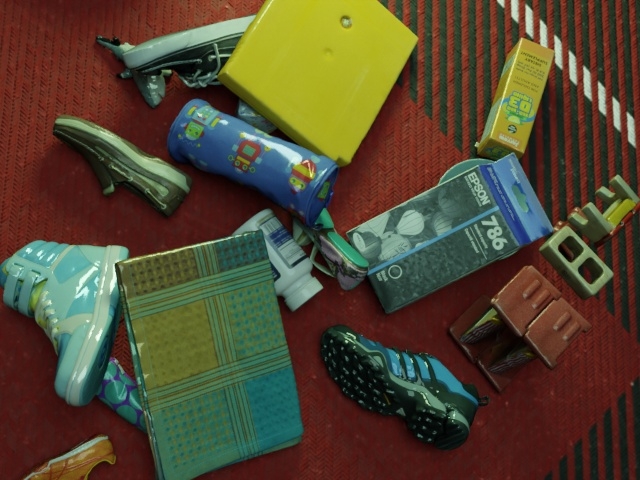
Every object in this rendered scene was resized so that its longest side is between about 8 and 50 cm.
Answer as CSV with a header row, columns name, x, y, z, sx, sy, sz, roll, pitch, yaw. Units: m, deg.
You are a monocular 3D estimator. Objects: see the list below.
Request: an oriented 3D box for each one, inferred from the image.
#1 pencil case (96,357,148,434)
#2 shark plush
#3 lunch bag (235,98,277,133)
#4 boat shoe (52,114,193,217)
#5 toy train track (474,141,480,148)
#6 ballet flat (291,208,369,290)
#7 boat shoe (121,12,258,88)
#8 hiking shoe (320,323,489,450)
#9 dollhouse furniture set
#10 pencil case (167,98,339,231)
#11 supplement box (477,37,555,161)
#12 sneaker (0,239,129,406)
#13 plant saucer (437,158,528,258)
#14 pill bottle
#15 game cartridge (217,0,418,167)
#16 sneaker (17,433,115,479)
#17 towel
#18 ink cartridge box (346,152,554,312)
name,x,y,z,sx,sy,sz,roll,pitch,yaw
pencil case,-0.310,0.259,1.863,0.151,0.064,0.070,38,106,-2
shark plush,-0.338,-0.310,2.010,0.161,0.073,0.067,37,103,-7
lunch bag,-0.109,-0.226,2.025,0.083,0.071,0.053,7,71,-9
boat shoe,-0.351,-0.123,1.939,0.257,0.095,0.095,27,78,-5
toy train track,0.326,-0.159,2.128,0.083,0.014,0.048,30,66,-3
ballet flat,0.000,0.000,1.983,0.079,0.077,0.221,-50,61,23
boat shoe,-0.205,-0.322,1.985,0.306,0.113,0.105,-25,107,-43
hiking shoe,0.137,0.238,1.960,0.304,0.113,0.132,36,42,5
dollhouse furniture set,0.424,0.079,2.001,0.374,0.201,0.152,-41,87,-24
pencil case,-0.111,-0.133,1.941,0.306,0.133,0.119,27,87,15
supplement box,0.368,-0.259,2.124,0.078,0.080,0.233,21,71,-5
sneaker,-0.432,0.125,1.808,0.208,0.127,0.319,10,41,-4
plant saucer,0.296,-0.053,2.084,0.195,0.037,0.195,3,76,-11
pill bottle,-0.073,0.037,1.954,0.094,0.094,0.169,-36,86,-18
game cartridge,0.002,-0.329,2.032,0.285,0.052,0.324,38,67,-20
sneaker,-0.412,0.374,1.816,0.175,0.064,0.067,-24,92,-14
towel,-0.178,0.188,1.855,0.271,0.040,0.370,-13,93,-27
ink cartridge box,0.228,-0.015,1.986,0.332,0.065,0.165,-28,82,5
